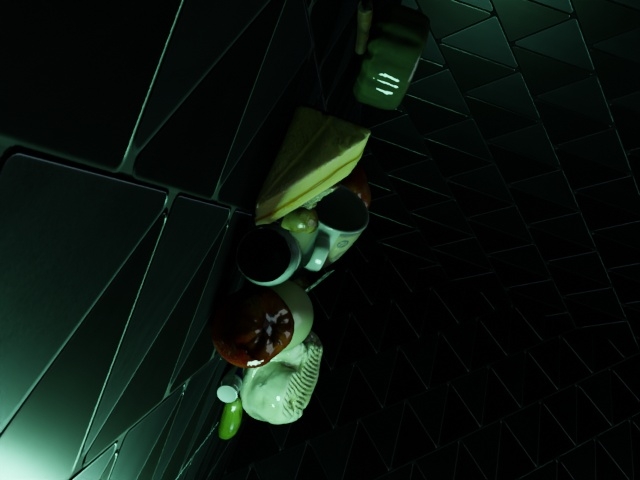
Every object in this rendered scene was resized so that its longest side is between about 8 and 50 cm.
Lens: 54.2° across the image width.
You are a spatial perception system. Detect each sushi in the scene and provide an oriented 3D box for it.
[{"bbox_3d":[-0.106,0.171,2.010,0.320,0.068,0.339,-39,176,4],"label":"sushi"}]

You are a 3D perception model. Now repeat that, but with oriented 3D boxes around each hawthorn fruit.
[{"bbox_3d":[0.078,-0.198,2.312,0.224,0.224,0.260,102,-6,-73],"label":"hawthorn fruit"},{"bbox_3d":[-0.142,0.168,1.261,0.179,0.174,0.173,-129,-123,-67],"label":"hawthorn fruit"}]

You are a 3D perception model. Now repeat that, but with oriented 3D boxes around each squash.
[{"bbox_3d":[-0.301,0.601,2.089,0.318,0.071,0.080,108,3,-49],"label":"squash"}]

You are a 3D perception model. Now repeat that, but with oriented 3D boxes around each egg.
[{"bbox_3d":[-0.111,0.186,1.561,0.241,0.186,0.185,77,34,-82],"label":"egg"}]

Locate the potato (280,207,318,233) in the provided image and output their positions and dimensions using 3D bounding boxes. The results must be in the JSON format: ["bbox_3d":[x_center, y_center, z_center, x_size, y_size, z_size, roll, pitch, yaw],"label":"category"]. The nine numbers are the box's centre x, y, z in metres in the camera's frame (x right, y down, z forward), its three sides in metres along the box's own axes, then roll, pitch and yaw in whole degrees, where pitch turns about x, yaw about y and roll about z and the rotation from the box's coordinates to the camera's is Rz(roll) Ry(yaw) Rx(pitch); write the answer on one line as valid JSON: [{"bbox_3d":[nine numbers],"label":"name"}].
[{"bbox_3d":[-0.052,-0.069,1.752,0.066,0.103,0.096,113,-4,-84],"label":"potato"}]

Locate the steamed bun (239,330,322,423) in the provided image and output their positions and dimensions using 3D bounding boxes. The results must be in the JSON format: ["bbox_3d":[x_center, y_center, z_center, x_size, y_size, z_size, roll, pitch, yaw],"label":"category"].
[{"bbox_3d":[-0.154,0.441,2.142,0.339,0.248,0.351,38,68,-69],"label":"steamed bun"}]

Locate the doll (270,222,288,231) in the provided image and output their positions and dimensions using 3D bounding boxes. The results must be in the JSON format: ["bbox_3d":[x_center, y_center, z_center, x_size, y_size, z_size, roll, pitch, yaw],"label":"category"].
[{"bbox_3d":[-0.125,0.030,1.556,0.165,0.057,0.138,176,-67,-83],"label":"doll"}]

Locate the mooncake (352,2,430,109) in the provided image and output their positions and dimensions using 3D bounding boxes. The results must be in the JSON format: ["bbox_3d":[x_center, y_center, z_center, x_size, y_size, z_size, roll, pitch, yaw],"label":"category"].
[{"bbox_3d":[0.226,-0.616,2.095,0.351,0.188,0.351,-158,-90,-87],"label":"mooncake"}]

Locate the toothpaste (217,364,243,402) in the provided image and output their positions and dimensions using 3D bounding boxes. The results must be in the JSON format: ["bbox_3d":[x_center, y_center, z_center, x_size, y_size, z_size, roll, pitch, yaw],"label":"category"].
[{"bbox_3d":[-0.242,0.367,1.832,0.266,0.061,0.096,-78,-174,-65],"label":"toothpaste"}]

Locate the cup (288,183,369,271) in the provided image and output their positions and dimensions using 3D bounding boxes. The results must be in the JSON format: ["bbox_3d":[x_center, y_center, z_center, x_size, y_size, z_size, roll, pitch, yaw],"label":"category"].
[{"bbox_3d":[0.000,0.000,1.961,0.301,0.228,0.257,-77,-170,-49],"label":"cup"}]

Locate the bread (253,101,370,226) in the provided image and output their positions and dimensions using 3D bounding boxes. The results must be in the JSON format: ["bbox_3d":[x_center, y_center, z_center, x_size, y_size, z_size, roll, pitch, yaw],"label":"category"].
[{"bbox_3d":[-0.020,-0.126,1.319,0.167,0.163,0.263,105,7,-73],"label":"bread"}]

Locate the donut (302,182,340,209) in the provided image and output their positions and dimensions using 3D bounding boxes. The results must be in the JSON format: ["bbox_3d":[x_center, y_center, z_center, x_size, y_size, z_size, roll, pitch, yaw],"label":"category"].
[{"bbox_3d":[-0.019,-0.176,1.607,0.187,0.144,0.126,-38,-179,19],"label":"donut"}]

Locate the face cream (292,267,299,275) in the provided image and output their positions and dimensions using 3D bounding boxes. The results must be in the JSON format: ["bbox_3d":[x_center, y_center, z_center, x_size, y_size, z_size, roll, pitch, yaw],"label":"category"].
[{"bbox_3d":[-0.108,0.086,2.142,0.137,0.084,0.341,-60,174,24],"label":"face cream"}]

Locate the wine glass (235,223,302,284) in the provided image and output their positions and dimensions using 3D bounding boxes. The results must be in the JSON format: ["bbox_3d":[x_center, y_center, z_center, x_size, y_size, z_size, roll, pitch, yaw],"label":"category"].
[{"bbox_3d":[-0.102,0.029,1.256,0.241,0.127,0.126,107,4,-88],"label":"wine glass"}]

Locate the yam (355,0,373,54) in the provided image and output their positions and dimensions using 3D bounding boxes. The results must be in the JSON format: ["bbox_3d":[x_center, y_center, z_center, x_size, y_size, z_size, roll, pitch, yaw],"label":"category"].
[{"bbox_3d":[0.124,-0.610,1.810,0.045,0.045,0.327,-39,177,-1],"label":"yam"}]
